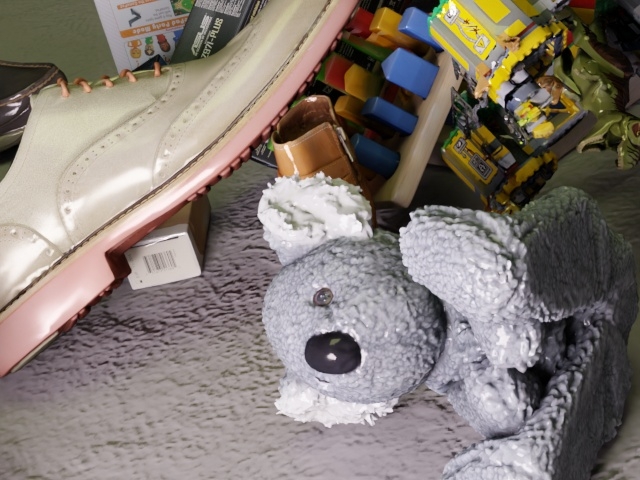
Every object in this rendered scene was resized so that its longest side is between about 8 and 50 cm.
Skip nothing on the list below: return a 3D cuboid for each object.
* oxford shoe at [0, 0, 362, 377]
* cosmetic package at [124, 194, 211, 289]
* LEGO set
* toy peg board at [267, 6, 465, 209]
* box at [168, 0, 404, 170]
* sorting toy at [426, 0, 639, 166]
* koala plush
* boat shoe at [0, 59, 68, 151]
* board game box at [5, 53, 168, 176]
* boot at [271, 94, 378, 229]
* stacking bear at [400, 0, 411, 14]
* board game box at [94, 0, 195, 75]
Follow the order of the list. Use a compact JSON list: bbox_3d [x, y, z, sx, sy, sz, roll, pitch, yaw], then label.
[{"bbox_3d":[-0.135,-0.082,1.271,0.397,0.146,0.140,-44,1,-7],"label":"oxford shoe"},{"bbox_3d":[-0.125,-0.010,1.401,0.060,0.041,0.115,-13,27,6],"label":"cosmetic package"},{"bbox_3d":[0.215,-0.096,1.164,0.255,0.331,0.192,-37,71,-15],"label":"LEGO set"},{"bbox_3d":[0.034,-0.112,1.328,0.161,0.079,0.160,-68,19,-8],"label":"toy peg board"},{"bbox_3d":[-0.033,-0.153,1.419,0.147,0.180,0.077,21,2,-39],"label":"box"},{"bbox_3d":[0.151,-0.167,1.495,0.255,0.089,0.257,14,40,45],"label":"sorting toy"},{"bbox_3d":[0.062,0.051,1.048,0.221,0.196,0.203,0,20,30],"label":"koala plush"},{"bbox_3d":[-0.419,-0.147,1.720,0.355,0.130,0.132,-5,29,21],"label":"boat shoe"},{"bbox_3d":[-0.203,-0.057,1.475,0.165,0.042,0.243,-31,23,16],"label":"board game box"},{"bbox_3d":[0.000,0.000,1.192,0.073,0.152,0.197,-12,27,8],"label":"boot"},{"bbox_3d":[0.199,-0.308,1.677,0.289,0.164,0.175,6,34,29],"label":"stacking bear"},{"bbox_3d":[-0.110,-0.290,1.632,0.224,0.303,0.097,-11,27,8],"label":"board game box"}]
